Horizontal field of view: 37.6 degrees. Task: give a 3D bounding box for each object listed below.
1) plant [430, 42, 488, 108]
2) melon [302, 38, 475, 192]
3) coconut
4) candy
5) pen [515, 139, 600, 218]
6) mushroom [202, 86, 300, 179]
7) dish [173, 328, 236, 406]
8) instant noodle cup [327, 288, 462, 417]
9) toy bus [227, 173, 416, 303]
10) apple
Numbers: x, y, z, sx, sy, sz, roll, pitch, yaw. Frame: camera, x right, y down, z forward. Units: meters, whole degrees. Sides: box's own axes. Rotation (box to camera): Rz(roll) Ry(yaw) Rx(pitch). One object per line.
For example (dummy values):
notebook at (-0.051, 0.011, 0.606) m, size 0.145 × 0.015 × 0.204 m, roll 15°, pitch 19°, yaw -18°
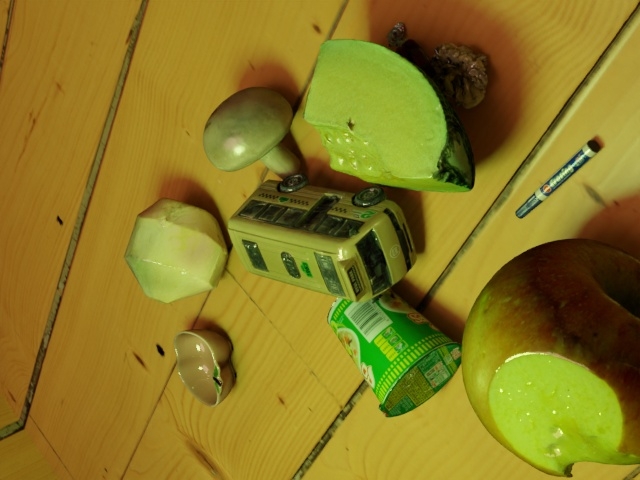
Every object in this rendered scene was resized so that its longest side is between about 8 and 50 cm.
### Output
plant at (0.226, -0.277, 1.608) m, size 0.116 × 0.122 × 0.104 m, roll 32°, pitch 129°, yaw 20°
melon at (0.137, -0.179, 1.645) m, size 0.343 × 0.226 × 0.331 m, roll 18°, pitch 133°, yaw 40°
coconut at (-0.355, 0.034, 2.284) m, size 0.259 × 0.259 × 0.259 m, roll 22°, pitch 122°, yaw 39°
candy at (0.176, -0.320, 1.699) m, size 0.175 × 0.045 × 0.043 m, roll 56°, pitch 172°, yaw 10°
pen at (0.394, -0.099, 1.582) m, size 0.025 × 0.025 × 0.204 m, roll 54°, pitch 137°, yaw 13°
mushroom at (-0.131, -0.211, 1.982) m, size 0.215 × 0.207 × 0.207 m, roll 44°, pitch 146°, yaw -25°
dish at (-0.285, 0.317, 2.441) m, size 0.213 × 0.090 × 0.213 m, roll 24°, pitch 124°, yaw 41°
instant noodle cup at (0.133, 0.201, 1.877) m, size 0.233 × 0.207 × 0.207 m, roll 48°, pitch 136°, yaw 29°
toy bus at (0.000, 0.000, 1.880) m, size 0.365 × 0.202 × 0.177 m, roll 12°, pitch 135°, yaw 41°
apple at (0.398, 0.198, 1.463) m, size 0.384 × 0.374 × 0.374 m, roll 57°, pitch 141°, yaw 35°
